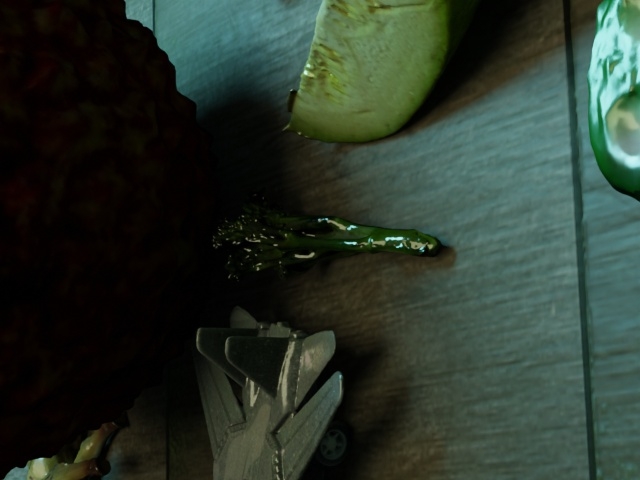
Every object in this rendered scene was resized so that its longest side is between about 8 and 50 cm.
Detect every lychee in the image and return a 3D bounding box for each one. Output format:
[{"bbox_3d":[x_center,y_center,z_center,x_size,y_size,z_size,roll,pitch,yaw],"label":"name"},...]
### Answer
[{"bbox_3d":[-0.272,-0.032,1.203,0.424,0.500,0.425,10,117,22],"label":"lychee"}]

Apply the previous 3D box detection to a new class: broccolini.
[{"bbox_3d":[0.007,0.010,1.073,0.201,0.074,0.058,14,135,46],"label":"broccolini"}]

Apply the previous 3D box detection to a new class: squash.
[{"bbox_3d":[0.034,-0.122,0.991,0.252,0.093,0.169,-62,-5,31],"label":"squash"}]

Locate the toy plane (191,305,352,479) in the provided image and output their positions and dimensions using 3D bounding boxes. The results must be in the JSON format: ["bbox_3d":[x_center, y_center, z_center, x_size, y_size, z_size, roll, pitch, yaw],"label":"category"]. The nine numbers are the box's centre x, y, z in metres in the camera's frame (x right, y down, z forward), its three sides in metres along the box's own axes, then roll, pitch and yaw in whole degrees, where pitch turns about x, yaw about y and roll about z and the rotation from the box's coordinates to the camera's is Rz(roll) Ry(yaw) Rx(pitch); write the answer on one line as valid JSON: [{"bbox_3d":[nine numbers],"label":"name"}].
[{"bbox_3d":[-0.034,0.186,1.089,0.212,0.088,0.267,9,102,59],"label":"toy plane"}]

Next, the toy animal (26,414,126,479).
[{"bbox_3d":[-0.233,0.242,1.413,0.149,0.054,0.275,40,117,49],"label":"toy animal"}]

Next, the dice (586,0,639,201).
[{"bbox_3d":[0.203,-0.072,0.698,0.131,0.128,0.120,-1,84,58],"label":"dice"}]
